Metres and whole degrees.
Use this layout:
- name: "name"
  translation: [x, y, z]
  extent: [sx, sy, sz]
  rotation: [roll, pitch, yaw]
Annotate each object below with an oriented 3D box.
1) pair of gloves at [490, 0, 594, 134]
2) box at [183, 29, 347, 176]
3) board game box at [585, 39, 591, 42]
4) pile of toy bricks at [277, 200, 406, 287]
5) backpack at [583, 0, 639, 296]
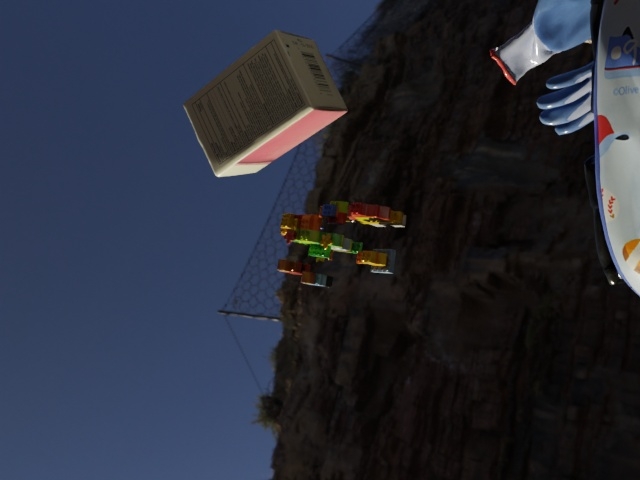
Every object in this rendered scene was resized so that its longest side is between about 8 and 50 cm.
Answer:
- name: "pair of gloves"
  translation: [0.244, -0.175, 0.563]
  extent: [0.198, 0.159, 0.023]
  rotation: [31, -145, -38]
- name: "box"
  translation: [-0.096, -0.230, 1.107]
  extent: [0.126, 0.232, 0.149]
  rotation: [-16, -100, -59]
- name: "board game box"
  translation: [0.533, -0.365, 0.841]
  extent: [0.290, 0.141, 0.232]
  rotation: [4, -71, -7]
- name: "pile of toy bricks"
  translation: [0.000, 0.000, 0.858]
  extent: [0.105, 0.212, 0.118]
  rotation: [15, -100, -47]
- name: "backpack"
  translation: [0.263, -0.062, 0.289]
  extent: [0.263, 0.213, 0.277]
  rotation: [-11, -85, -12]
